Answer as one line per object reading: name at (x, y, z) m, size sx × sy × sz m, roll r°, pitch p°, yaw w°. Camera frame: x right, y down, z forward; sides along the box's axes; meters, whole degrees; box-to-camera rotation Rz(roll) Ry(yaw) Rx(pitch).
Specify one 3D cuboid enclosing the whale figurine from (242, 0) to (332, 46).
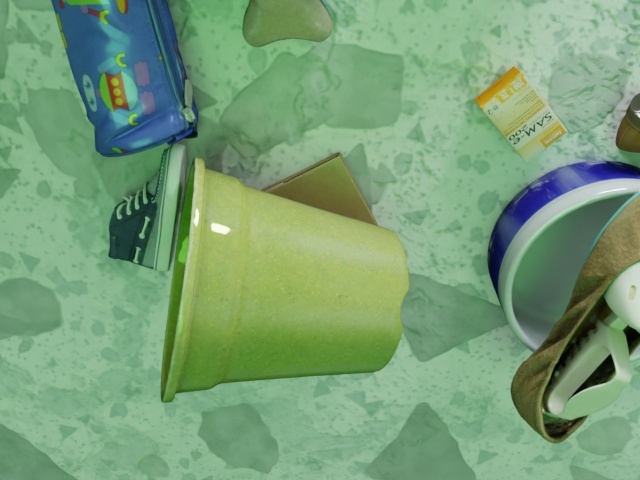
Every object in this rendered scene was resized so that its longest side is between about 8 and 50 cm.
whale figurine at (-0.048, -0.334, 0.596) m, size 0.216 × 0.141 × 0.272 m, roll -5°, pitch 142°, yaw 4°

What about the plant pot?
plant pot at (-0.044, 0.057, 0.706) m, size 0.254 × 0.276 × 0.276 m, roll 7°, pitch 118°, yaw -16°

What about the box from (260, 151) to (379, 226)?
box at (0.000, 0.000, 0.811) m, size 0.164 × 0.021 × 0.201 m, roll -25°, pitch 114°, yaw 13°

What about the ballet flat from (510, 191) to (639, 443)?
ballet flat at (0.335, 0.106, 0.685) m, size 0.116 × 0.124 × 0.342 m, roll 21°, pitch 116°, yaw -10°

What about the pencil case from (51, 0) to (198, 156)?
pencil case at (-0.216, -0.239, 0.634) m, size 0.133 × 0.119 × 0.306 m, roll 2°, pitch 119°, yaw 19°

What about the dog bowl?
dog bowl at (0.361, 0.033, 0.775) m, size 0.265 × 0.104 × 0.265 m, roll 0°, pitch 118°, yaw 0°

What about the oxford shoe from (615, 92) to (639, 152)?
oxford shoe at (0.463, -0.139, 0.716) m, size 0.212 × 0.076 × 0.076 m, roll 0°, pitch 148°, yaw -1°

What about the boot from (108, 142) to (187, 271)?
boot at (-0.227, -0.044, 0.765) m, size 0.086 × 0.069 × 0.190 m, roll 12°, pitch 119°, yaw -8°

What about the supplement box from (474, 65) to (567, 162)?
supplement box at (0.243, -0.152, 0.719) m, size 0.062 × 0.036 × 0.098 m, roll -40°, pitch 110°, yaw 20°
